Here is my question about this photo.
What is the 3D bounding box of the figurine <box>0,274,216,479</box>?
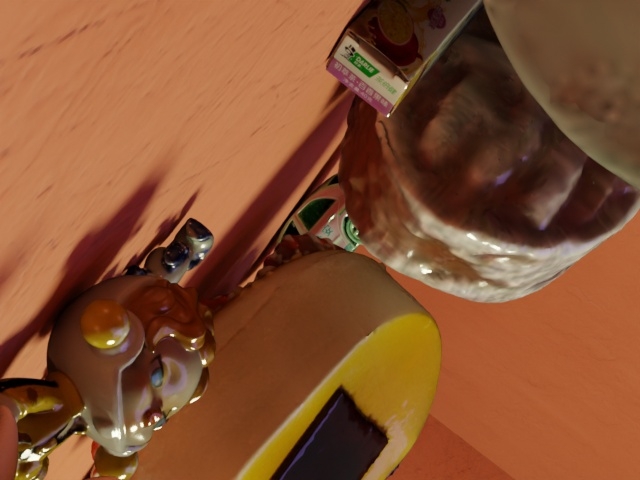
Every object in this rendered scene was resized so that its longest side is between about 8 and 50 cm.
[{"bbox_3d":[-0.105,0.070,0.540,0.143,0.068,0.101,-50,152,-15],"label":"figurine"}]

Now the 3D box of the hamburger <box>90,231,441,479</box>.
[{"bbox_3d":[-0.038,0.135,0.984,0.295,0.151,0.227,-46,140,-24],"label":"hamburger"}]

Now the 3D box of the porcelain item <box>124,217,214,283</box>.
[{"bbox_3d":[-0.101,0.039,0.624,0.136,0.021,0.075,-52,177,-13],"label":"porcelain item"}]

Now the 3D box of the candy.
[{"bbox_3d":[0.135,-0.087,0.907,0.289,0.214,0.157,-55,180,-32],"label":"candy"}]

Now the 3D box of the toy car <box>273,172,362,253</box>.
[{"bbox_3d":[0.000,0.000,1.225,0.224,0.076,0.090,-45,-178,26],"label":"toy car"}]

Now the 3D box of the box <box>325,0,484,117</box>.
[{"bbox_3d":[0.077,-0.155,0.790,0.207,0.050,0.041,-50,178,-39],"label":"box"}]

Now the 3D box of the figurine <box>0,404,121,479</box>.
[{"bbox_3d":[-0.164,0.177,0.424,0.235,0.127,0.155,-58,166,12],"label":"figurine"}]

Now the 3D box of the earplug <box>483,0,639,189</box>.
[{"bbox_3d":[0.275,-0.210,0.669,0.312,0.313,0.394,-54,177,32],"label":"earplug"}]
